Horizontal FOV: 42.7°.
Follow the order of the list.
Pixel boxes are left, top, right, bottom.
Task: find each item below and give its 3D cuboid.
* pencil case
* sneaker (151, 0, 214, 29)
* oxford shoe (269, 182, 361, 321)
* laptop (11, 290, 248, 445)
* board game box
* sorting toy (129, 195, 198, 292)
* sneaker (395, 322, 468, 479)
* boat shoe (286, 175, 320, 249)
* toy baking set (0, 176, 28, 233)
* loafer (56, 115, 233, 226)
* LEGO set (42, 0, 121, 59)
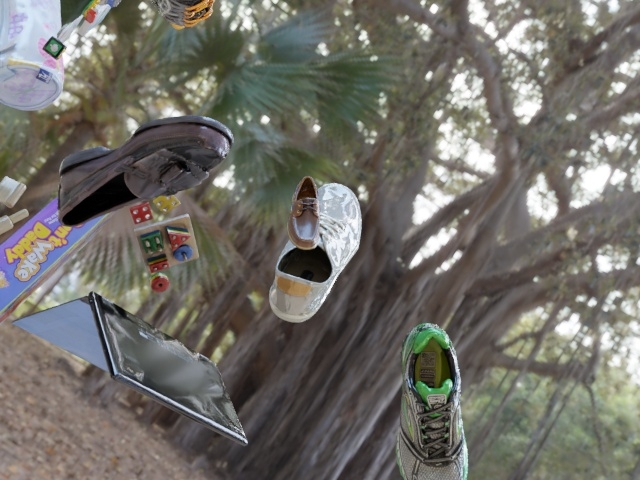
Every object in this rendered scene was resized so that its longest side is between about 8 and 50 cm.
[{"bbox_3d":[-0.498,-0.350,1.371,0.113,0.273,0.124,-31,-35,30],"label":"pencil case"},{"bbox_3d":[-0.163,-0.307,1.013,0.083,0.084,0.215,61,-10,-22],"label":"sneaker"},{"bbox_3d":[0.000,0.000,1.945,0.169,0.449,0.130,17,-46,8],"label":"oxford shoe"},{"bbox_3d":[-0.415,0.301,1.760,0.382,0.236,0.408,39,10,-40],"label":"laptop"},{"bbox_3d":[-0.495,0.034,1.401,0.078,0.347,0.233,45,-32,-8],"label":"board game box"},{"bbox_3d":[-0.363,0.010,1.952,0.046,0.132,0.274,-121,-161,-48],"label":"sorting toy"},{"bbox_3d":[0.199,0.323,1.510,0.134,0.343,0.146,-6,-11,4],"label":"sneaker"},{"bbox_3d":[-0.031,-0.056,1.599,0.064,0.178,0.060,5,-47,-5],"label":"boat shoe"},{"bbox_3d":[-0.736,-0.065,1.682,0.197,0.256,0.030,43,-30,15],"label":"toy baking set"},{"bbox_3d":[-0.237,-0.080,1.079,0.302,0.095,0.109,-11,-31,36],"label":"loafer"},{"bbox_3d":[-0.276,-0.311,1.075,0.060,0.182,0.244,38,30,-14],"label":"LEGO set"}]
